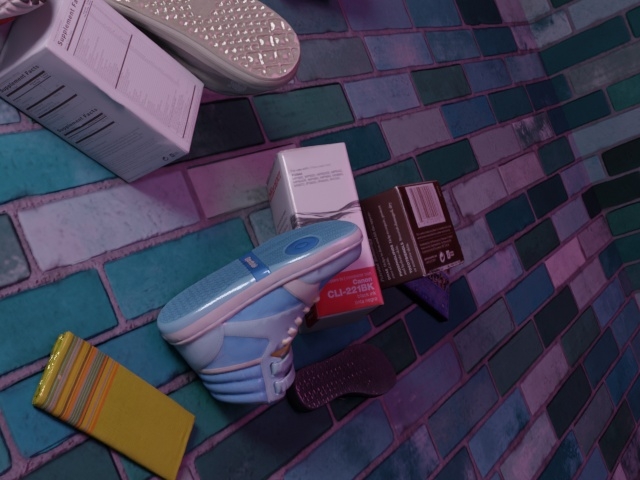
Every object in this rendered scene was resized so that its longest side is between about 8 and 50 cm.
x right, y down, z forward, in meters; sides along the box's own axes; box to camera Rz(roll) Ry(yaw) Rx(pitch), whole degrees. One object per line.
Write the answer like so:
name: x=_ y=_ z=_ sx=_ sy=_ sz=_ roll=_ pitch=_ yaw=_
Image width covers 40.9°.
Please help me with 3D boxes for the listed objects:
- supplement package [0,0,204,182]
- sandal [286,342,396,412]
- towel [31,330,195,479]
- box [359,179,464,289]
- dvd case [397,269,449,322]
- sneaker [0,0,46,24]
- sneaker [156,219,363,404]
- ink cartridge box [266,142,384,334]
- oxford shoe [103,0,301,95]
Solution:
supplement package: x=-0.301 y=-0.214 z=1.181 sx=0.244 sy=0.133 sz=0.139 roll=38 pitch=46 yaw=-38
sandal: x=0.032 y=0.237 z=1.482 sx=0.254 sy=0.054 sz=0.097 roll=-2 pitch=67 yaw=-44
towel: x=-0.262 y=0.220 z=1.113 sx=0.237 sy=0.021 sz=0.102 roll=43 pitch=48 yaw=-34
box: x=0.124 y=0.001 z=1.584 sx=0.168 sy=0.203 sz=0.167 roll=-13 pitch=84 yaw=-55
dvd case: x=0.225 y=0.030 z=1.866 sx=0.180 sy=0.022 sz=0.253 roll=38 pitch=46 yaw=-36
sneaker: x=-0.420 y=-0.369 z=1.076 sx=0.107 sy=0.118 sz=0.279 roll=47 pitch=22 yaw=-47
sneaker: x=-0.054 y=0.117 z=1.252 sx=0.208 sy=0.319 sz=0.127 roll=63 pitch=-3 yaw=-21
ink cartridge box: x=0.000 y=0.000 z=1.409 sx=0.114 sy=0.197 sz=0.273 roll=-12 pitch=79 yaw=-12
oxford shoe: x=-0.233 y=-0.355 z=1.248 sx=0.449 sy=0.130 sz=0.169 roll=35 pitch=70 yaw=-8
